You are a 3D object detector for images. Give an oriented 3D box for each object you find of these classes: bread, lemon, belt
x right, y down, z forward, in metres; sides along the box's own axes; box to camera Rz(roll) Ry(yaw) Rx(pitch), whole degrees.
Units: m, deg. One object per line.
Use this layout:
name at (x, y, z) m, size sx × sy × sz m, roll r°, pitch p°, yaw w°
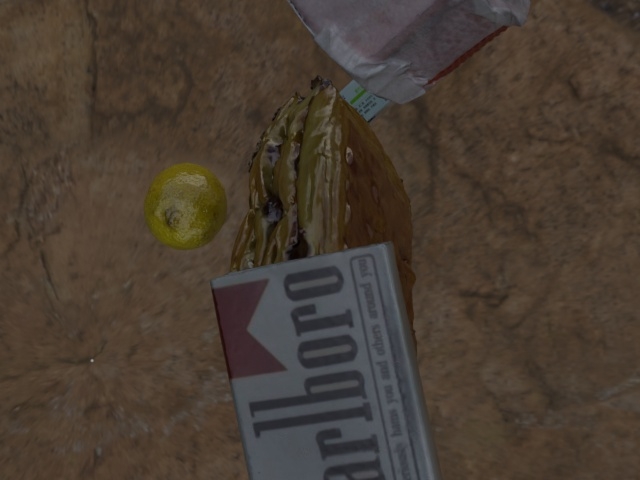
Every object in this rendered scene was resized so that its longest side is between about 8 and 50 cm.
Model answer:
bread at (0.000, 0.000, 1.291) m, size 0.167 × 0.277 × 0.324 m, roll -14°, pitch 53°, yaw 19°
lemon at (-0.175, -0.046, 1.434) m, size 0.109 × 0.133 × 0.109 m, roll 5°, pitch 122°, yaw 7°
belt at (0.026, -0.184, 0.675) m, size 0.124 × 0.128 × 0.201 m, roll -36°, pitch 93°, yaw 31°

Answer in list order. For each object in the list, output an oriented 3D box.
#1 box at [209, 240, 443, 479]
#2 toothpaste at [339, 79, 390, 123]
box at (0.006, 0.097, 0.655) m, size 0.115 × 0.036 × 0.177 m, roll -11°, pitch 90°, yaw 19°
toothpaste at (0.125, -0.250, 1.516) m, size 0.081 × 0.336 × 0.067 m, roll -35°, pitch 88°, yaw -42°
